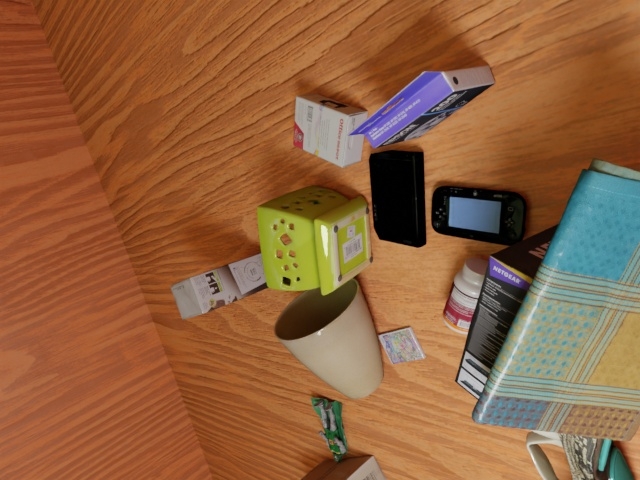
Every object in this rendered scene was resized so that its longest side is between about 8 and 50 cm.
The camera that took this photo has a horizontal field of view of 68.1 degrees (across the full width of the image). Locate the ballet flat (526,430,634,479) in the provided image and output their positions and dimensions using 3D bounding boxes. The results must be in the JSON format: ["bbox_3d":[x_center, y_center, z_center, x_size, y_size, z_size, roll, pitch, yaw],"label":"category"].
[{"bbox_3d":[0.460,0.364,0.852,0.181,0.164,0.483,0,122,39],"label":"ballet flat"}]

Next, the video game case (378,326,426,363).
[{"bbox_3d":[0.213,0.278,1.249,0.122,0.011,0.087,-30,86,50],"label":"video game case"}]

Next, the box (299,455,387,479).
[{"bbox_3d":[0.070,0.814,1.567,0.311,0.147,0.121,-38,79,48],"label":"box"}]

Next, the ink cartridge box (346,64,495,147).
[{"bbox_3d":[0.185,-0.240,0.872,0.206,0.208,0.045,-31,82,50],"label":"ink cartridge box"}]

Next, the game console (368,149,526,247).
[{"bbox_3d":[0.254,-0.079,1.004,0.361,0.043,0.213,12,117,43],"label":"game console"}]

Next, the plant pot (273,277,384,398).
[{"bbox_3d":[0.052,0.283,1.272,0.256,0.256,0.274,-9,118,49],"label":"plant pot"}]

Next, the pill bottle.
[{"bbox_3d":[0.316,0.116,0.998,0.086,0.086,0.152,32,129,33],"label":"pill bottle"}]

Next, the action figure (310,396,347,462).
[{"bbox_3d":[0.039,0.642,1.584,0.137,0.063,0.233,1,113,44],"label":"action figure"}]

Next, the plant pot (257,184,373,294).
[{"bbox_3d":[0.000,0.000,1.188,0.207,0.228,0.227,10,116,36],"label":"plant pot"}]

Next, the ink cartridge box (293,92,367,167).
[{"bbox_3d":[0.020,-0.268,1.143,0.175,0.072,0.128,31,129,34],"label":"ink cartridge box"}]

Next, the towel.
[{"bbox_3d":[0.376,0.099,0.612,0.040,0.271,0.371,-108,33,-66],"label":"towel"}]

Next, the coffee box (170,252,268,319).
[{"bbox_3d":[-0.298,0.140,1.517,0.168,0.297,0.119,-21,89,51],"label":"coffee box"}]

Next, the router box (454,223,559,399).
[{"bbox_3d":[0.365,0.101,0.762,0.081,0.308,0.243,35,132,43],"label":"router box"}]
